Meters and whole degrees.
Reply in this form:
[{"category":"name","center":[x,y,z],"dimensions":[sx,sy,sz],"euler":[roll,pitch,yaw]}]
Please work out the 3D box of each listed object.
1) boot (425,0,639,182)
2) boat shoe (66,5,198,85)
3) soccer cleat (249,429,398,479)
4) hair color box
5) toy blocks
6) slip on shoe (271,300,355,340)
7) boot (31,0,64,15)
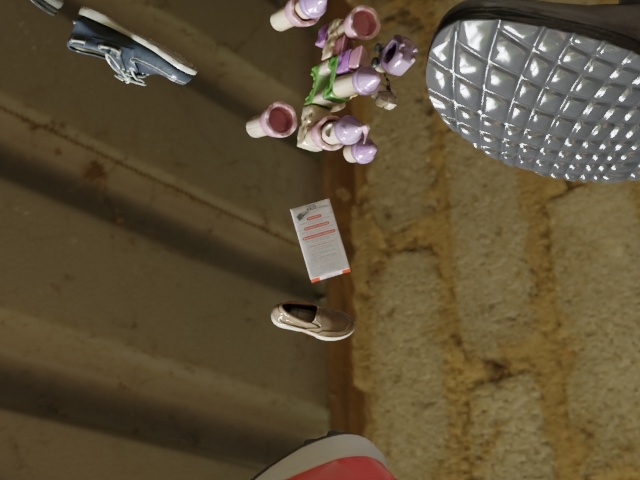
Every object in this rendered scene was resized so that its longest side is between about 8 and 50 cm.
[{"category":"boot","center":[0.228,-0.152,0.723],"dimensions":[0.338,0.118,0.223],"euler":[10,-131,-13]},{"category":"boat shoe","center":[-0.297,-0.286,1.550],"dimensions":[0.079,0.254,0.095],"euler":[-62,-25,3]},{"category":"soccer cleat","center":[-0.074,0.266,0.728],"dimensions":[0.108,0.318,0.116],"euler":[58,179,-36]},{"category":"hair color box","center":[0.000,0.000,2.236],"dimensions":[0.053,0.093,0.167],"euler":[77,177,-79]},{"category":"toy blocks","center":[0.063,-0.300,1.877],"dimensions":[0.309,0.260,0.288],"euler":[15,-98,-26]},{"category":"slip on shoe","center":[-0.007,0.119,1.552],"dimensions":[0.135,0.041,0.051],"euler":[14,-124,-13]},{"category":"boot","center":[-0.372,-0.429,1.289],"dimensions":[0.246,0.161,0.083],"euler":[53,-178,-9]}]
